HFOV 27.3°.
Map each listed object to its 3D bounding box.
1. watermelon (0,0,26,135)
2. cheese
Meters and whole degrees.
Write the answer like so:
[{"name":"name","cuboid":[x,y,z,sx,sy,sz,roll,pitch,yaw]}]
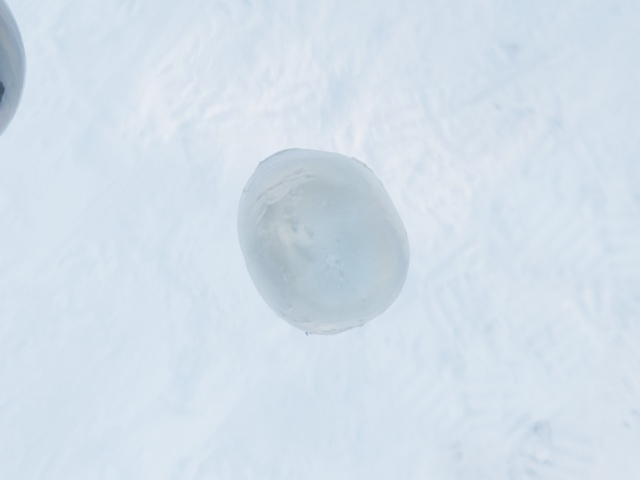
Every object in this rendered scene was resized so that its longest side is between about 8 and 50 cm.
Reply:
[{"name":"watermelon","cuboid":[-0.371,-0.163,1.194,0.212,0.212,0.212,-1,103,-3]},{"name":"cheese","cuboid":[0.000,0.000,1.295,0.154,0.189,0.198,-23,92,-20]}]
